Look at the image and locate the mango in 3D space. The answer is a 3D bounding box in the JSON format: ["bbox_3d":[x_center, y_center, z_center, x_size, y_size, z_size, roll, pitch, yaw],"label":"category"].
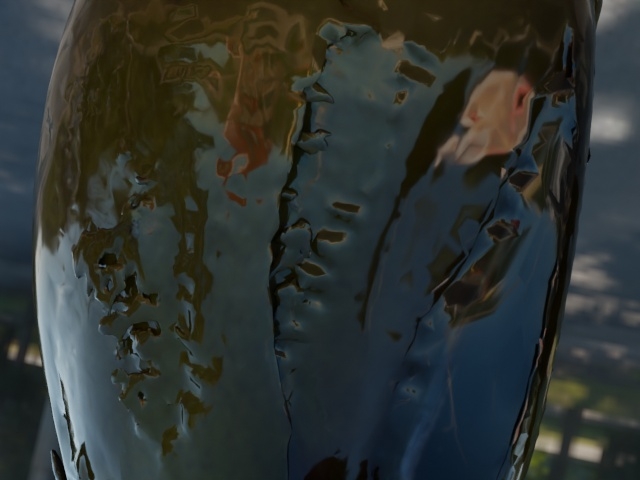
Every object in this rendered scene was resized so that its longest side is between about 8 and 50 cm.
[{"bbox_3d":[0.000,0.000,0.473,0.151,0.248,0.156,13,-167,32],"label":"mango"}]
